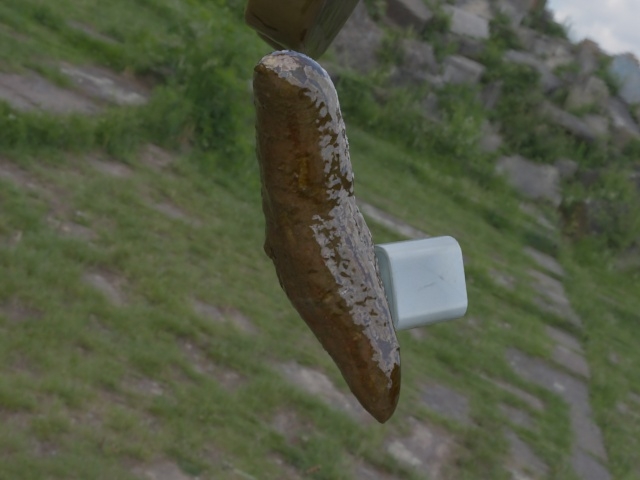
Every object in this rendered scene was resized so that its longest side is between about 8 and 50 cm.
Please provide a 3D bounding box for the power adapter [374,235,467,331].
[{"bbox_3d":[0.087,0.066,1.425,0.205,0.125,0.130,-8,2,-33],"label":"power adapter"}]

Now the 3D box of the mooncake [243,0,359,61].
[{"bbox_3d":[-0.005,-0.348,1.302,0.117,0.235,0.235,32,12,7],"label":"mooncake"}]

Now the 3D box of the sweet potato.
[{"bbox_3d":[-0.002,-0.003,0.858,0.092,0.341,0.114,-21,23,-13],"label":"sweet potato"}]
